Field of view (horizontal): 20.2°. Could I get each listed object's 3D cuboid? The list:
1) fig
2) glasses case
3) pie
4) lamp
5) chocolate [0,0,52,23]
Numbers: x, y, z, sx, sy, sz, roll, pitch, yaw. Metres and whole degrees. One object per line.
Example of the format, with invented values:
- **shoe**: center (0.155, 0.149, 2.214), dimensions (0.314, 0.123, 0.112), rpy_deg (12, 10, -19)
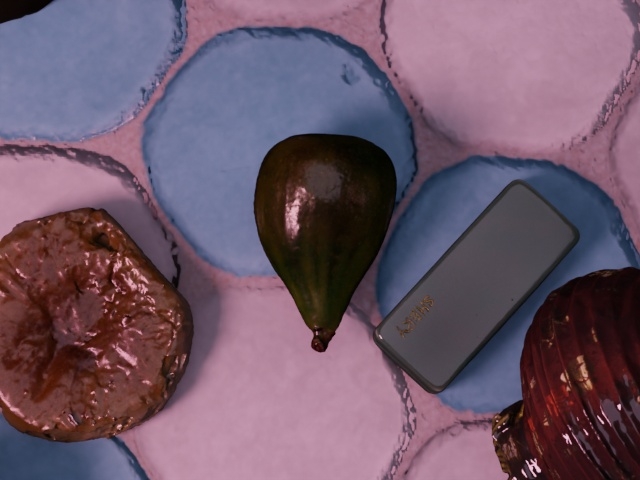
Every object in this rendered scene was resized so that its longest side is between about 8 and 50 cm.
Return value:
- **fig**: center (0.000, 0.000, 1.473), dimensions (0.117, 0.117, 0.178), rpy_deg (3, 98, -4)
- **glasses case**: center (0.130, 0.039, 1.502), dimensions (0.078, 0.039, 0.184), rpy_deg (43, 81, 3)
- **pie**: center (-0.203, 0.074, 1.470), dimensions (0.195, 0.046, 0.195), rpy_deg (0, 83, -1)
- **lamp**: center (0.251, 0.135, 1.408), dimensions (0.246, 0.247, 0.247), rpy_deg (1, 81, -4)
- **chocolate**: center (-0.324, -0.330, 1.385), dimensions (0.314, 0.326, 0.297), rpy_deg (-12, 82, -50)
